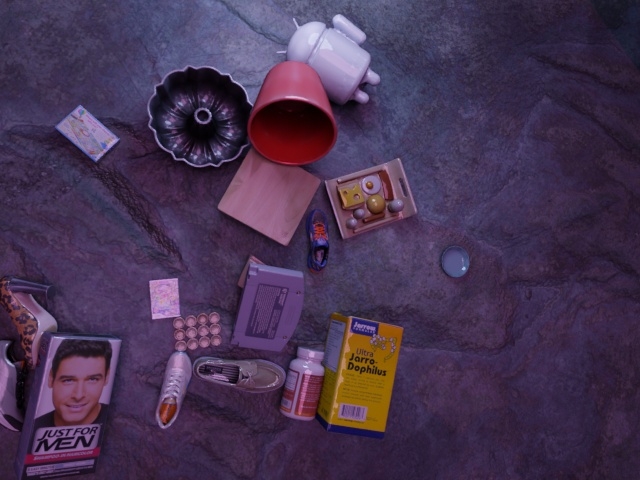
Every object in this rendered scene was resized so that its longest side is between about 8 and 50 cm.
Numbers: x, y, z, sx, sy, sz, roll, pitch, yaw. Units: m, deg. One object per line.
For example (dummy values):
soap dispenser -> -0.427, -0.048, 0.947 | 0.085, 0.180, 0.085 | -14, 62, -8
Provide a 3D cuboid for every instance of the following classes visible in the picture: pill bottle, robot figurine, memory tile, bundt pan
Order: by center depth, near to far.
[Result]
memory tile -> -0.395, 0.292, 1.429 | 0.148, 0.012, 0.113 | -6, 91, -16
bundt pan -> -0.382, -0.382, 1.433 | 0.331, 0.124, 0.330 | 1, 86, -17
pill bottle -> -0.054, 0.465, 1.460 | 0.121, 0.121, 0.216 | 15, 82, -14
robot figurine -> 0.032, -0.608, 1.529 | 0.354, 0.199, 0.299 | 28, 107, -12

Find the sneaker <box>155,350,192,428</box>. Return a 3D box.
sneaker -> -0.447, 0.457, 1.363 | 0.088, 0.092, 0.228 | 11, 81, -13

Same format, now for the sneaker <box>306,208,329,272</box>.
sneaker -> 0.000, 0.000, 1.530 | 0.083, 0.087, 0.221 | -3, 87, -17

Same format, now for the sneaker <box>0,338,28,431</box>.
sneaker -> -0.872, 0.405, 1.244 | 0.108, 0.100, 0.271 | -21, 91, -22

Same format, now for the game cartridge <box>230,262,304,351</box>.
game cartridge -> -0.162, 0.219, 1.421 | 0.198, 0.062, 0.297 | 10, 113, -19

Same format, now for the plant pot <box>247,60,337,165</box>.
plant pot -> -0.088, -0.419, 1.415 | 0.275, 0.275, 0.243 | 9, 54, -15

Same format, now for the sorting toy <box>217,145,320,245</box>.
sorting toy -> -0.174, -0.149, 1.492 | 0.256, 0.089, 0.257 | 29, 79, -12

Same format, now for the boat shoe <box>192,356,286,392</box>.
boat shoe -> -0.255, 0.434, 1.418 | 0.303, 0.094, 0.109 | 10, 83, -15

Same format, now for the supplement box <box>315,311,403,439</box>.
supplement box -> 0.119, 0.436, 1.473 | 0.195, 0.194, 0.356 | 14, 82, -14

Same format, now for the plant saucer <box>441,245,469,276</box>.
plant saucer -> 0.514, 0.081, 1.705 | 0.119, 0.021, 0.119 | 2, 85, -16

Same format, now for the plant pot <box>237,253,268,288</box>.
plant pot -> -0.214, 0.120, 1.455 | 0.109, 0.109, 0.096 | 35, 90, -11

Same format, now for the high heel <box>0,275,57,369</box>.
high heel -> -0.870, 0.234, 1.283 | 0.186, 0.093, 0.261 | 10, 95, 7

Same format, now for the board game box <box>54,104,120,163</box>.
board game box -> -0.721, -0.329, 1.381 | 0.154, 0.026, 0.103 | 43, 76, -9

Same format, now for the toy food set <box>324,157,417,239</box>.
toy food set -> 0.180, -0.151, 1.592 | 0.306, 0.092, 0.219 | -19, 91, -17

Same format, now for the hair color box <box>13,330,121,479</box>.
hair color box -> -0.704, 0.453, 1.247 | 0.185, 0.114, 0.374 | 14, 81, -40

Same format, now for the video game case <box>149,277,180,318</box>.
video game case -> -0.494, 0.185, 1.413 | 0.087, 0.011, 0.122 | -4, 87, -17
